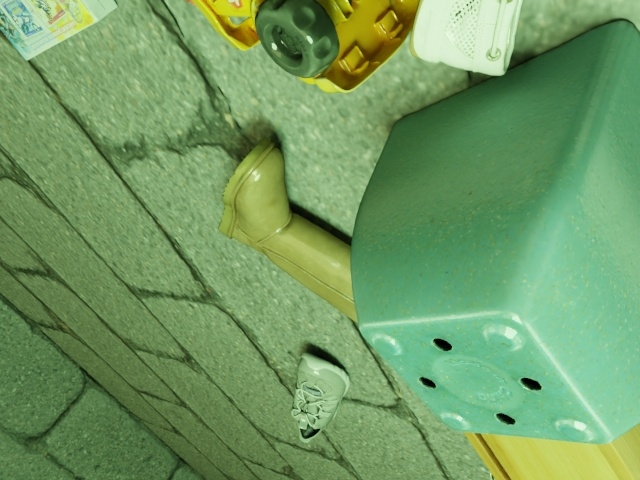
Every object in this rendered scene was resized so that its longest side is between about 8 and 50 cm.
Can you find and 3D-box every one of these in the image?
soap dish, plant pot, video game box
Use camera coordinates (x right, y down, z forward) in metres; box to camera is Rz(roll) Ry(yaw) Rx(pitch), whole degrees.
[{"bbox_3d":[0.281,0.220,0.640,0.229,0.118,0.291,-22,107,51],"label":"soap dish"},{"bbox_3d":[0.170,0.022,0.471,0.248,0.252,0.247,-16,121,48],"label":"plant pot"},{"bbox_3d":[-0.369,-0.333,0.661,0.205,0.048,0.187,0,131,40],"label":"video game box"}]

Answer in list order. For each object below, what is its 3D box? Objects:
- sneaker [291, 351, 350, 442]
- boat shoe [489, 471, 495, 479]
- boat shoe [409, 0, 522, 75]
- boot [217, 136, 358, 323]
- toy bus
[{"bbox_3d":[-0.007,0.331,1.112,0.105,0.115,0.281,19,143,21],"label":"sneaker"},{"bbox_3d":[0.332,0.390,0.917,0.113,0.103,0.302,7,137,34],"label":"boat shoe"},{"bbox_3d":[0.135,-0.224,0.344,0.096,0.098,0.277,24,152,10],"label":"boat shoe"},{"bbox_3d":[0.000,0.000,0.738,0.269,0.089,0.236,34,156,0],"label":"boot"},{"bbox_3d":[-0.052,-0.231,0.456,0.211,0.149,0.220,5,141,55],"label":"toy bus"}]
